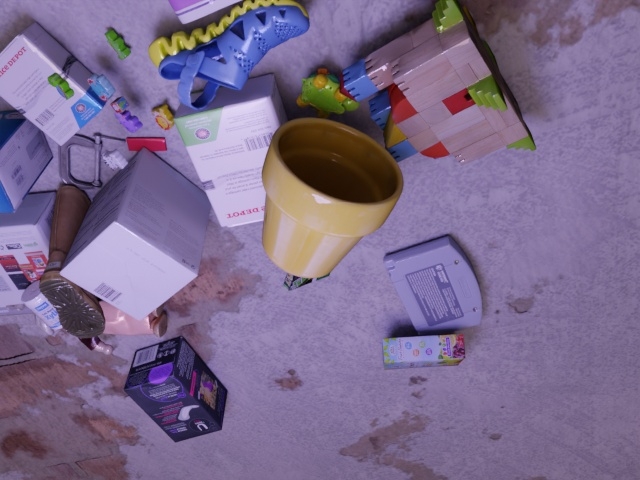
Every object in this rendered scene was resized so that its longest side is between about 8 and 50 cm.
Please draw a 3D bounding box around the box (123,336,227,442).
[{"bbox_3d":[-0.403,0.427,1.736,0.165,0.143,0.270,-18,126,14],"label":"box"}]

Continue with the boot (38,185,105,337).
[{"bbox_3d":[-0.535,0.049,1.366,0.089,0.270,0.236,-9,138,-4],"label":"boot"}]

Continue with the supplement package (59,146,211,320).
[{"bbox_3d":[-0.382,-0.015,1.308,0.198,0.263,0.199,-36,122,26],"label":"supplement package"}]

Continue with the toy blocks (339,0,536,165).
[{"bbox_3d":[0.213,-0.256,1.164,0.261,0.191,0.381,-24,141,27],"label":"toy blocks"}]

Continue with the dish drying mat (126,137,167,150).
[{"bbox_3d":[-0.376,-0.208,1.322,0.083,0.008,0.032,0,129,1],"label":"dish drying mat"}]

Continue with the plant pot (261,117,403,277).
[{"bbox_3d":[-0.004,-0.066,1.168,0.254,0.254,0.239,16,131,-11],"label":"plant pot"}]

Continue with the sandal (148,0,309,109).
[{"bbox_3d":[-0.160,-0.337,1.120,0.317,0.138,0.126,-17,170,21],"label":"sandal"}]

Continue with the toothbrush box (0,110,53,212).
[{"bbox_3d":[-0.739,-0.157,1.237,0.295,0.216,0.126,-3,128,2],"label":"toothbrush box"}]

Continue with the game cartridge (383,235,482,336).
[{"bbox_3d":[0.298,0.121,1.543,0.196,0.060,0.294,-16,127,18],"label":"game cartridge"}]

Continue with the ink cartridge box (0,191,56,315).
[{"bbox_3d":[-0.740,0.041,1.448,0.309,0.130,0.272,-5,130,5],"label":"ink cartridge box"}]

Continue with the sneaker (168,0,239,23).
[{"bbox_3d":[-0.155,-0.495,1.037,0.282,0.102,0.161,-18,120,12],"label":"sneaker"}]

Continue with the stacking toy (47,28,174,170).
[{"bbox_3d":[-0.399,-0.267,1.185,0.052,0.167,0.221,1,133,43],"label":"stacking toy"}]

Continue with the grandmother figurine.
[{"bbox_3d":[-0.581,0.204,1.601,0.342,0.104,0.208,1,101,4],"label":"grandmother figurine"}]

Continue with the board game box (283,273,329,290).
[{"bbox_3d":[0.000,0.000,1.418,0.136,0.030,0.260,-21,142,-40],"label":"board game box"}]

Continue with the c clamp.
[{"bbox_3d":[-0.511,-0.171,1.344,0.137,0.022,0.161,16,127,-11],"label":"c clamp"}]

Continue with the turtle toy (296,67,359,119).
[{"bbox_3d":[0.020,-0.291,1.212,0.130,0.066,0.095,26,149,-20],"label":"turtle toy"}]

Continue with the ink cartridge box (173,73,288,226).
[{"bbox_3d":[-0.154,-0.180,1.272,0.198,0.115,0.273,-11,128,9],"label":"ink cartridge box"}]

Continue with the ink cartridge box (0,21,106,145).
[{"bbox_3d":[-0.535,-0.304,1.202,0.139,0.082,0.191,-32,120,23],"label":"ink cartridge box"}]

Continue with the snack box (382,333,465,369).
[{"bbox_3d":[0.269,0.298,1.623,0.207,0.070,0.174,-3,162,6],"label":"snack box"}]

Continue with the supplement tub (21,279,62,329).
[{"bbox_3d":[-0.626,0.149,1.410,0.071,0.071,0.107,-18,131,15],"label":"supplement tub"}]
